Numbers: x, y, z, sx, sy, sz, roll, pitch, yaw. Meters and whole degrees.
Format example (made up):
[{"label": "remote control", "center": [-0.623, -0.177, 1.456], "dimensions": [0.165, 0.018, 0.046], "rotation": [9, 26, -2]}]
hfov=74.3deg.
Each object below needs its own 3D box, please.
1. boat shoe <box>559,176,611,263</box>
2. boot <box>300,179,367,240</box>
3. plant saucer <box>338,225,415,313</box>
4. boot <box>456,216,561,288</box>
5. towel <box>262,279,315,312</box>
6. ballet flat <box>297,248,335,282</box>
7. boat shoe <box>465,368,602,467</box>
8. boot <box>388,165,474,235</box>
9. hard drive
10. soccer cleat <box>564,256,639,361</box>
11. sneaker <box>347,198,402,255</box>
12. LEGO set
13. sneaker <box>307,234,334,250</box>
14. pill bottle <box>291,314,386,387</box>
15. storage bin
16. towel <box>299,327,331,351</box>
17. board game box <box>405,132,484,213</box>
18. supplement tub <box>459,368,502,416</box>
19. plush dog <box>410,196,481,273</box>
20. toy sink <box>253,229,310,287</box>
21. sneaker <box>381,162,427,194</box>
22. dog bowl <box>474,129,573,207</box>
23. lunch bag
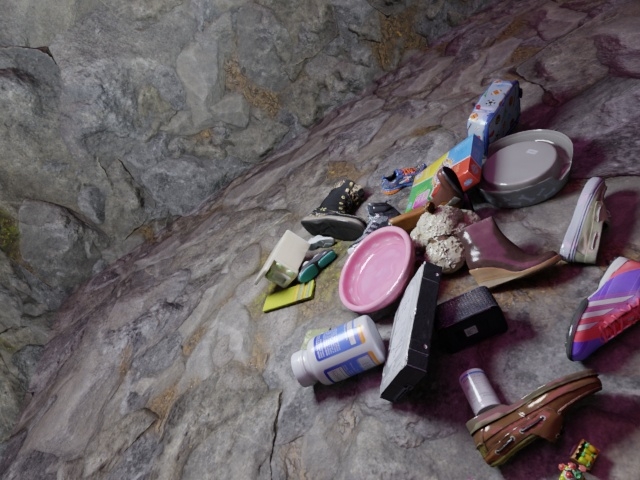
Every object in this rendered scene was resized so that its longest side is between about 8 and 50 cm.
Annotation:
[{"label": "boat shoe", "center": [0.789, -0.054, 1.230], "dimensions": [0.094, 0.109, 0.302], "rotation": [18, 67, 33]}, {"label": "boot", "center": [0.109, -0.144, 1.903], "dimensions": [0.377, 0.138, 0.284], "rotation": [2, 47, 52]}, {"label": "plant saucer", "center": [0.205, 0.109, 1.470], "dimensions": [0.332, 0.084, 0.332], "rotation": [-39, 31, 29]}, {"label": "boot", "center": [0.551, 0.019, 1.258], "dimensions": [0.248, 0.090, 0.207], "rotation": [-25, 70, 27]}, {"label": "towel", "center": [-0.128, 0.231, 1.739], "dimensions": [0.237, 0.021, 0.102], "rotation": [-20, 30, 23]}, {"label": "ballet flat", "center": [-0.025, 0.102, 1.761], "dimensions": [0.203, 0.074, 0.074], "rotation": [-38, 32, -20]}, {"label": "boat shoe", "center": [0.482, 0.392, 0.924], "dimensions": [0.307, 0.110, 0.104], "rotation": [-34, 49, 14]}, {"label": "boot", "center": [0.374, -0.128, 1.509], "dimensions": [0.280, 0.264, 0.096], "rotation": [-22, 57, 25]}, {"label": "hard drive", "center": [0.253, 0.254, 1.187], "dimensions": [0.064, 0.237, 0.339], "rotation": [19, 51, 3]}, {"label": "soccer cleat", "center": [0.699, 0.169, 1.005], "dimensions": [0.318, 0.109, 0.116], "rotation": [-44, 38, -18]}, {"label": "sneaker", "center": [0.200, -0.056, 1.676], "dimensions": [0.268, 0.101, 0.153], "rotation": [-31, 76, -3]}, {"label": "LEGO set", "center": [0.429, 0.488, 0.830], "dimensions": [0.287, 0.107, 0.132], "rotation": [-29, 33, 9]}, {"label": "sneaker", "center": [0.000, 0.000, 1.886], "dimensions": [0.152, 0.054, 0.061], "rotation": [-9, 38, 35]}, {"label": "pill bottle", "center": [0.053, 0.350, 1.301], "dimensions": [0.272, 0.152, 0.152], "rotation": [-26, 34, 13]}, {"label": "storage bin", "center": [0.409, 0.222, 1.174], "dimensions": [0.180, 0.122, 0.084], "rotation": [-27, 33, 11]}, {"label": "towel", "center": [-0.021, 0.369, 1.457], "dimensions": [0.110, 0.027, 0.148], "rotation": [-13, 40, 32]}, {"label": "board game box", "center": [0.481, -0.240, 1.641], "dimensions": [0.316, 0.064, 0.242], "rotation": [-38, 22, 47]}, {"label": "supplement tub", "center": [0.393, 0.377, 1.038], "dimensions": [0.071, 0.071, 0.107], "rotation": [-28, 34, 10]}, {"label": "plush dog", "center": [0.416, 0.003, 1.416], "dimensions": [0.262, 0.210, 0.226], "rotation": [-20, 59, 21]}, {"label": "toy sink", "center": [-0.157, 0.102, 1.778], "dimensions": [0.153, 0.131, 0.234], "rotation": [-49, 11, 49]}, {"label": "sneaker", "center": [0.372, -0.286, 1.888], "dimensions": [0.221, 0.087, 0.083], "rotation": [-28, 34, 10]}, {"label": "dog bowl", "center": [0.722, -0.255, 1.525], "dimensions": [0.348, 0.102, 0.349], "rotation": [-23, 35, 17]}, {"label": "lunch bag", "center": [0.714, -0.491, 1.717], "dimensions": [0.115, 0.243, 0.303], "rotation": [25, 66, 40]}]
